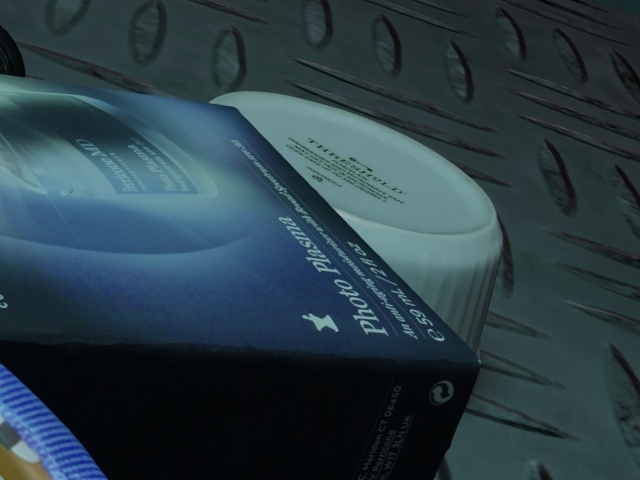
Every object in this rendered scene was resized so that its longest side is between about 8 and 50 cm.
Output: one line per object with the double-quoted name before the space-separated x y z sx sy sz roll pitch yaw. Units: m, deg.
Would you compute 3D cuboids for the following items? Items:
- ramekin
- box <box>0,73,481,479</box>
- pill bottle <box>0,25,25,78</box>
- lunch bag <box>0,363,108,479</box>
"ramekin" 0.000 0.000 1.283 0.273 0.127 0.273 19 22 -8
"box" -0.130 0.049 0.968 0.294 0.183 0.296 5 26 -35
"pill bottle" -0.279 -0.088 1.231 0.123 0.123 0.219 24 21 6
"lunch bag" -0.170 0.163 0.329 0.328 0.239 0.385 -24 94 -65
